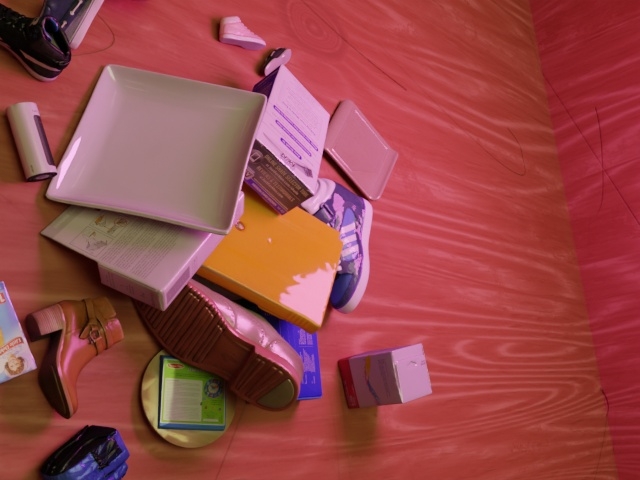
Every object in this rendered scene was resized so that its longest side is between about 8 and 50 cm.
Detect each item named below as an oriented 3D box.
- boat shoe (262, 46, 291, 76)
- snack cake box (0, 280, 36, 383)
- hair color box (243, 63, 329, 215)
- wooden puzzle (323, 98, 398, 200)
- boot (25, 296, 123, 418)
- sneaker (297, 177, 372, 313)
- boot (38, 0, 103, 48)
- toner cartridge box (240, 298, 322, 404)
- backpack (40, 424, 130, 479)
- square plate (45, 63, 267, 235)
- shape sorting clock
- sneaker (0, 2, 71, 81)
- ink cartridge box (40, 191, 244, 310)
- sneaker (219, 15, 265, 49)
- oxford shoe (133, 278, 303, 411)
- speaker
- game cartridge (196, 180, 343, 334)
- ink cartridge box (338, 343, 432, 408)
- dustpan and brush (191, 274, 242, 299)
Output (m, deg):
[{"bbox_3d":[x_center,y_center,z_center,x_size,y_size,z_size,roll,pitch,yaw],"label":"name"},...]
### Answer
[{"bbox_3d":[-0.122,-0.468,1.706,0.125,0.038,0.046,-55,157,-36],"label":"boat shoe"},{"bbox_3d":[-0.582,0.177,0.961,0.264,0.089,0.152,-23,92,-47],"label":"snack cake box"},{"bbox_3d":[-0.089,-0.239,1.504,0.185,0.110,0.338,43,32,-26],"label":"hair color box"},{"bbox_3d":[0.108,-0.256,1.868,0.239,0.044,0.221,43,50,-21],"label":"wooden puzzle"},{"bbox_3d":[-0.412,0.197,1.144,0.152,0.073,0.197,-13,88,-51],"label":"boot"},{"bbox_3d":[0.000,0.000,1.613,0.236,0.130,0.322,22,65,-28],"label":"sneaker"},{"bbox_3d":[-0.473,-0.472,1.264,0.086,0.069,0.190,25,99,-36],"label":"boot"},{"bbox_3d":[-0.093,0.185,1.472,0.165,0.075,0.347,9,69,-42],"label":"toner cartridge box"},{"bbox_3d":[-0.388,0.377,1.082,0.120,0.098,0.101,-35,105,-47],"label":"backpack"},{"bbox_3d":[-0.307,-0.181,1.285,0.344,0.049,0.347,11,60,0],"label":"square plate"},{"bbox_3d":[-0.256,0.302,1.286,0.206,0.040,0.206,16,63,-35],"label":"shape sorting clock"},{"bbox_3d":[-0.544,-0.396,1.182,0.217,0.121,0.079,41,49,-29],"label":"sneaker"},{"bbox_3d":[-0.331,-0.034,1.264,0.261,0.066,0.296,23,48,12],"label":"ink cartridge box"},{"bbox_3d":[-0.195,-0.524,1.640,0.134,0.051,0.070,0,81,-42],"label":"sneaker"},{"bbox_3d":[-0.202,0.179,1.308,0.397,0.140,0.146,42,20,-4],"label":"oxford shoe"},{"bbox_3d":[-0.521,-0.178,1.178,0.055,0.055,0.136,-15,86,-47],"label":"speaker"},{"bbox_3d":[-0.115,0.018,1.412,0.324,0.052,0.285,31,45,-13],"label":"game cartridge"},{"bbox_3d":[0.159,0.332,1.602,0.128,0.176,0.127,-4,78,-46],"label":"ink cartridge box"},{"bbox_3d":[-0.256,0.050,1.377,0.211,0.060,0.147,13,65,-50],"label":"dustpan and brush"}]
